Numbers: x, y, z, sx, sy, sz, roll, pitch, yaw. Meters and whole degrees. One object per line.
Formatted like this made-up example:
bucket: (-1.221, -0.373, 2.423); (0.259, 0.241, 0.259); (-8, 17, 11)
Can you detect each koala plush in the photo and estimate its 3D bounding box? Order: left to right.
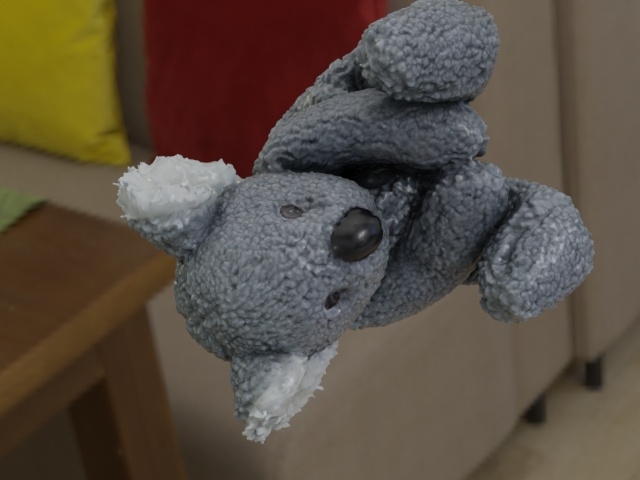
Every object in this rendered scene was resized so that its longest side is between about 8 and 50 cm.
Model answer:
koala plush: (0.000, 0.000, 0.925); (0.221, 0.196, 0.203); (-37, 14, -37)
